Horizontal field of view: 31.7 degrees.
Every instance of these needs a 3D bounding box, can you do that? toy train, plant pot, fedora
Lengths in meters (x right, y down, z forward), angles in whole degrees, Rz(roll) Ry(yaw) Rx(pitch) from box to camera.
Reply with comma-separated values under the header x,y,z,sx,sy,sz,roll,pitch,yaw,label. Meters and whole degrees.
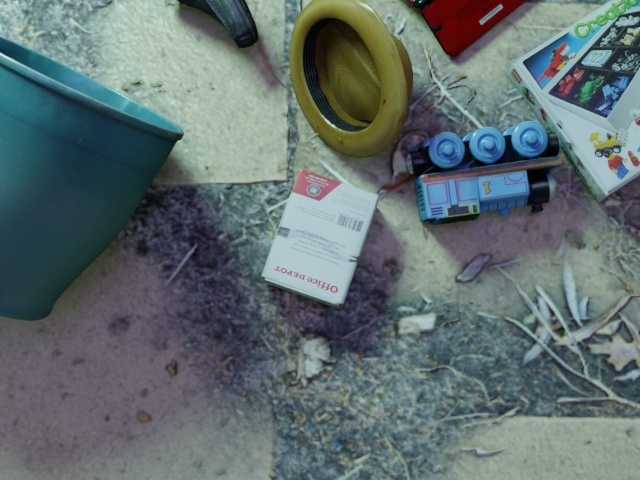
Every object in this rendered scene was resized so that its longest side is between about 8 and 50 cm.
x,y,z,sx,sy,sz,roll,pitch,yaw,label
0.192,-0.078,1.310,0.184,0.080,0.105,-8,91,-5,toy train
-0.325,-0.064,1.211,0.272,0.271,0.255,28,95,3,plant pot
0.048,-0.195,1.304,0.079,0.194,0.194,-21,80,-42,fedora

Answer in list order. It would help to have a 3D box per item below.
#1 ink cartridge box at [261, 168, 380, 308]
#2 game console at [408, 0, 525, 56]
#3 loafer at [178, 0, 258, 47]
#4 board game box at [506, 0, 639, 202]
x,y,z,sx,sy,sz,roll,pitch,yaw,label
0.000,0.000,1.301,0.099,0.056,0.135,20,81,2,ink cartridge box
0.167,-0.316,1.375,0.144,0.085,0.124,-39,115,-6,game console
-0.154,-0.310,1.339,0.078,0.076,0.223,-36,79,-1,loafer
0.403,-0.207,1.343,0.305,0.053,0.193,-32,82,-6,board game box
